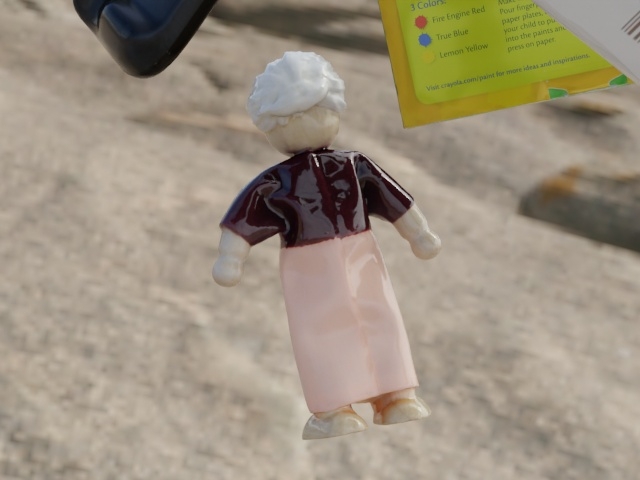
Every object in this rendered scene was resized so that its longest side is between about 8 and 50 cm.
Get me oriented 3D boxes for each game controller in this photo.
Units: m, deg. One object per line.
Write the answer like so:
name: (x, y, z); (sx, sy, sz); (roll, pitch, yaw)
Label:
game controller: (-0.077, -0.275, 1.377); (0.067, 0.319, 0.166); (22, 19, -46)

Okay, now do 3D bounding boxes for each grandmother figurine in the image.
grandmother figurine: (0.000, 0.000, 1.604); (0.207, 0.342, 0.104); (-9, -3, -27)

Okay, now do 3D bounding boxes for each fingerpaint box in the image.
fingerpaint box: (0.287, -0.355, 2.104); (0.444, 0.371, 0.163); (-11, 5, 16)

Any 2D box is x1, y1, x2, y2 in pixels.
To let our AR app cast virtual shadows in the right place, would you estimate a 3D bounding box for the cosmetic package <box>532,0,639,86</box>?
cosmetic package: (0.358, -0.301, 1.390); (0.329, 0.327, 0.394); (34, 29, -16)
